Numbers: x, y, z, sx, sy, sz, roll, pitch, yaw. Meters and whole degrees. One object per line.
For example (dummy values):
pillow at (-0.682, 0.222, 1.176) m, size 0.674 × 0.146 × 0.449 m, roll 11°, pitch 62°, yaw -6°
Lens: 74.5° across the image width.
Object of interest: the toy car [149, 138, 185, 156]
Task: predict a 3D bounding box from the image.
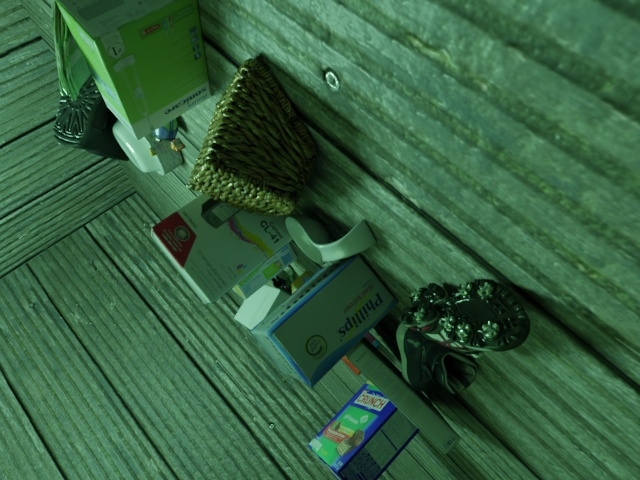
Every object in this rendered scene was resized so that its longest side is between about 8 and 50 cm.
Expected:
toy car at (-0.541, -0.325, 1.475) m, size 0.060 × 0.122 × 0.041 m, roll -127°, pitch 19°, yaw -51°

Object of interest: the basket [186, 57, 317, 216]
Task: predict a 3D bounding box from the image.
basket at (-0.124, -0.185, 0.864) m, size 0.213 × 0.223 × 0.299 m, roll 22°, pitch 169°, yaw -22°

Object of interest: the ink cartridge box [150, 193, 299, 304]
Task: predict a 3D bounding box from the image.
ink cartridge box at (-0.224, -0.020, 1.048) m, size 0.226 × 0.306 × 0.131 m, roll 52°, pitch 159°, yaw -4°

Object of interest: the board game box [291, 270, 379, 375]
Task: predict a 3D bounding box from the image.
board game box at (0.039, 0.270, 1.344) m, size 0.316 × 0.064 × 0.242 m, roll 43°, pitch 158°, yaw 21°

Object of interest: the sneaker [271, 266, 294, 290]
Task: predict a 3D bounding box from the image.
sneaker at (-0.135, 0.140, 1.468) m, size 0.063 × 0.074 × 0.170 m, roll 44°, pitch 159°, yaw 17°

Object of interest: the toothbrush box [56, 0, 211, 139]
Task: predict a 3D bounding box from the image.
toothbrush box at (-0.352, -0.372, 0.854) m, size 0.122 × 0.206 × 0.283 m, roll 46°, pitch 160°, yaw 11°

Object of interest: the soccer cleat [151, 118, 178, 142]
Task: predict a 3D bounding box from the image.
soccer cleat at (-0.545, -0.434, 1.360) m, size 0.289 × 0.093 × 0.121 m, roll 46°, pitch 129°, yaw 24°

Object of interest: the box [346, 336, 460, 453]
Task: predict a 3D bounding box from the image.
box at (0.184, 0.359, 1.064) m, size 0.322 × 0.058 × 0.232 m, roll 46°, pitch 178°, yaw -2°

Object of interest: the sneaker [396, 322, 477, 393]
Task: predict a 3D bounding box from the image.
sneaker at (0.251, 0.285, 0.896) m, size 0.163 × 0.086 × 0.226 m, roll 29°, pitch 150°, yaw 49°

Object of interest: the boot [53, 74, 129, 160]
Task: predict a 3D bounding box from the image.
boot at (-0.829, -0.505, 1.651) m, size 0.146 × 0.367 × 0.445 m, roll 25°, pitch -177°, yaw -2°

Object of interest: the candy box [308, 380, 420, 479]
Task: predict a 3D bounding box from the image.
candy box at (0.146, 0.620, 1.361) m, size 0.122 × 0.317 × 0.268 m, roll 54°, pitch 158°, yaw -6°

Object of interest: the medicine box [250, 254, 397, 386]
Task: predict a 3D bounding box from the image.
medicine box at (-0.006, 0.187, 1.007) m, size 0.149 × 0.263 × 0.289 m, roll 51°, pitch 160°, yaw -2°

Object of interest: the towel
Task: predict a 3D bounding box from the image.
towel at (-0.477, -0.476, 0.831) m, size 0.248 × 0.038 × 0.325 m, roll -104°, pitch 27°, yaw -47°

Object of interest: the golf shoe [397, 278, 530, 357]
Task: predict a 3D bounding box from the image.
golf shoe at (0.241, 0.131, 0.671) m, size 0.120 × 0.105 × 0.273 m, roll 38°, pitch 168°, yaw -12°

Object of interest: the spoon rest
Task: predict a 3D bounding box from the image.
spoon rest at (0.000, 0.000, 0.916) m, size 0.137 × 0.084 × 0.276 m, roll 58°, pitch 155°, yaw -18°

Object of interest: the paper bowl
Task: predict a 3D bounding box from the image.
paper bowl at (-0.669, -0.375, 1.597) m, size 0.284 × 0.148 × 0.284 m, roll 44°, pitch 159°, yaw 21°

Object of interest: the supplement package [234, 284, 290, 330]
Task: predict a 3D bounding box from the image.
supplement package at (-0.180, 0.288, 1.614) m, size 0.175 × 0.178 × 0.293 m, roll 35°, pitch 166°, yaw -23°

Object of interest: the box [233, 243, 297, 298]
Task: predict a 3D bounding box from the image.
box at (-0.192, 0.061, 1.265) m, size 0.103 × 0.203 × 0.114 m, roll 19°, pitch 143°, yaw 55°
